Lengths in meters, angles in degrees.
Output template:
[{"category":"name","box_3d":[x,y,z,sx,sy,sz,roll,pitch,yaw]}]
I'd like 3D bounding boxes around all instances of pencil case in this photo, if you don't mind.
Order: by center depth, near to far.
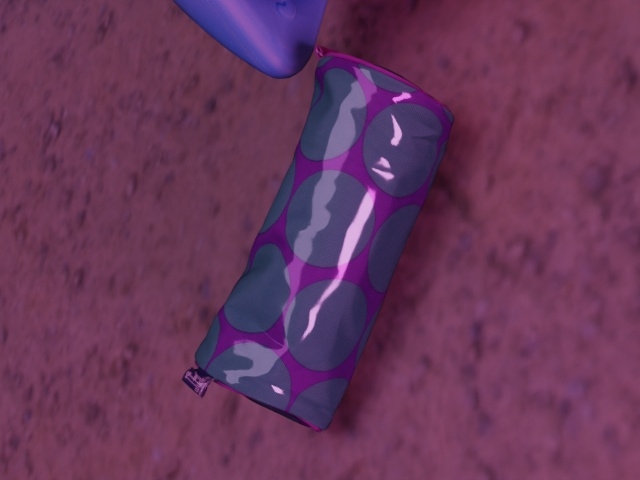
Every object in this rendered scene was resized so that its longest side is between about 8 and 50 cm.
[{"category":"pencil case","box_3d":[0.000,0.000,0.654,0.070,0.064,0.151,26,94,36]}]

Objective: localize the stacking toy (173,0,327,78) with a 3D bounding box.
[{"category":"stacking toy","box_3d":[0.062,-0.203,0.619,0.302,0.175,0.165,-15,43,31]}]
